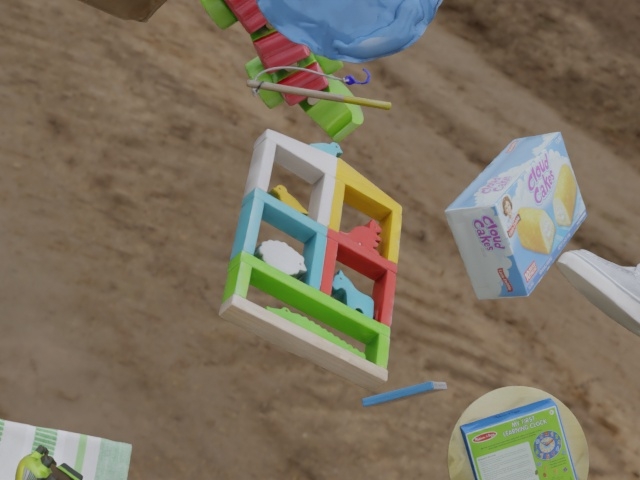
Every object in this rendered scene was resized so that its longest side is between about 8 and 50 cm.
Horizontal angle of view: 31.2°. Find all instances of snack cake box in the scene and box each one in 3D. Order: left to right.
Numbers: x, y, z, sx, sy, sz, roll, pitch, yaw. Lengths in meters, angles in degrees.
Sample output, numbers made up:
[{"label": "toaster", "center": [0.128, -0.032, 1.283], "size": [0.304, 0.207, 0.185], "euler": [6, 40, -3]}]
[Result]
[{"label": "snack cake box", "center": [0.301, -0.041, 1.730], "size": [0.089, 0.152, 0.264], "euler": [-7, 24, 37]}]

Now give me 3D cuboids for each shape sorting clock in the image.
[{"label": "shape sorting clock", "center": [0.277, 0.307, 1.607], "size": [0.206, 0.206, 0.040], "euler": [20, -7, -8]}]

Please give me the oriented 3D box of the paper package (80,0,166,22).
[{"label": "paper package", "center": [-0.259, -0.375, 0.915], "size": [0.325, 0.168, 0.309], "euler": [15, 44, -50]}]

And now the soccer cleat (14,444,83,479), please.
[{"label": "soccer cleat", "center": [-0.252, 0.260, 1.016], "size": [0.093, 0.121, 0.289], "euler": [36, -9, -9]}]

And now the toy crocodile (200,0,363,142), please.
[{"label": "toy crocodile", "center": [-0.056, -0.253, 1.377], "size": [0.340, 0.115, 0.105], "euler": [56, 8, -39]}]

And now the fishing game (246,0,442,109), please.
[{"label": "fishing game", "center": [0.027, -0.255, 1.049], "size": [0.189, 0.264, 0.041], "euler": [4, 6, -5]}]

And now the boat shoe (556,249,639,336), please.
[{"label": "boat shoe", "center": [0.304, 0.053, 1.038], "size": [0.184, 0.063, 0.066], "euler": [33, -9, 16]}]

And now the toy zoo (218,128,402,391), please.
[{"label": "toy zoo", "center": [0.000, 0.000, 1.241], "size": [0.192, 0.030, 0.293], "euler": [29, 45, -21]}]

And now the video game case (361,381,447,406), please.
[{"label": "video game case", "center": [0.143, 0.256, 1.913], "size": [0.119, 0.015, 0.166], "euler": [-16, -10, 12]}]

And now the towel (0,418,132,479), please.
[{"label": "towel", "center": [-0.454, 0.387, 1.699], "size": [0.324, 0.038, 0.248], "euler": [15, 58, -18]}]
